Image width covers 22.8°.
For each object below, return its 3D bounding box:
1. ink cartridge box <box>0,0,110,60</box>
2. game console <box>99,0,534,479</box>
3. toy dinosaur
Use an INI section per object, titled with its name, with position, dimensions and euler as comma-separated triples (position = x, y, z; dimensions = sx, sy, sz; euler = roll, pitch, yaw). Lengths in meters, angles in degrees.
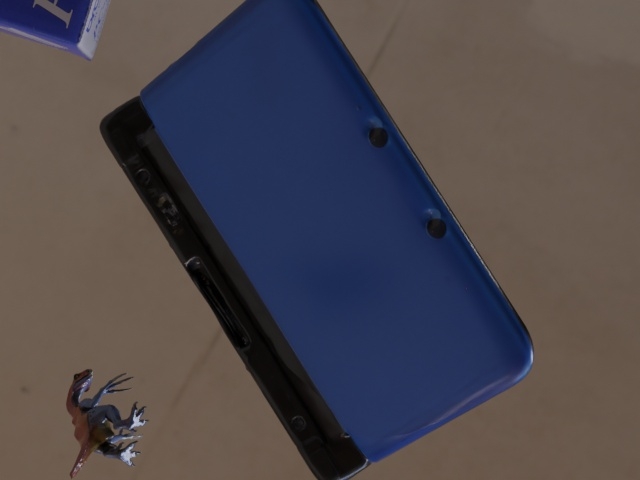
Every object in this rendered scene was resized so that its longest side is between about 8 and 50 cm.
[ink cartridge box]
position = -0.108, -0.185, 0.629
dimensions = 0.046, 0.097, 0.207
euler = 115, -9, -89
[game console]
position = 0.000, 0.000, 1.088
dimensions = 0.173, 0.293, 0.250
euler = -32, 177, 4
[toy dinosaur]
position = -0.137, 0.103, 0.949
dimensions = 0.090, 0.082, 0.047
euler = -6, 105, -48
